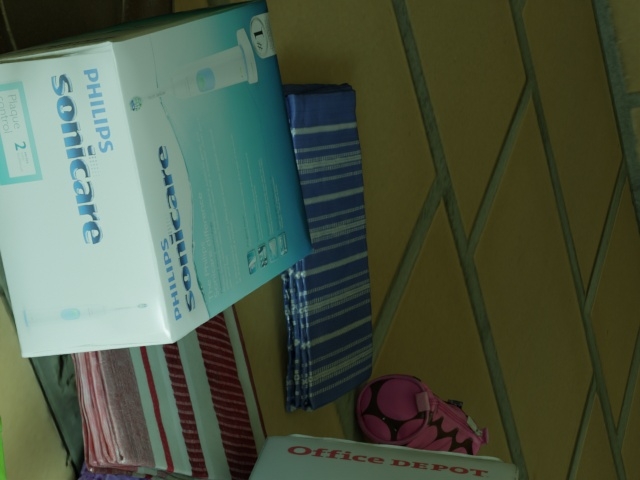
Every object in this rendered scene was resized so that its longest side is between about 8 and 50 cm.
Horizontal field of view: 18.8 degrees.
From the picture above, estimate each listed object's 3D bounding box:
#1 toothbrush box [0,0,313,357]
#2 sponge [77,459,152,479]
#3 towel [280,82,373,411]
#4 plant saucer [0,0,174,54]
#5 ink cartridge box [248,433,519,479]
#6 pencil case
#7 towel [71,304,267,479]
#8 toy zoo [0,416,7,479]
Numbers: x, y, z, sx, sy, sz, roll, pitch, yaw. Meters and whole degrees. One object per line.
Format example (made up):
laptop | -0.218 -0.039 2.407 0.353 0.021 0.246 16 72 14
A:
toothbrush box | -0.127 -0.055 1.455 0.295 0.126 0.216 -36 117 -67
sponge | -0.158 0.229 1.553 0.210 0.031 0.117 -76 147 -50
towel | 0.000 0.000 2.055 0.243 0.040 0.336 -18 105 -70
plant saucer | -0.202 -0.224 1.540 0.310 0.050 0.311 -3 90 -68
ink cartridge box | 0.036 0.280 1.537 0.306 0.226 0.131 -59 155 -71
pencil case | 0.118 0.212 2.223 0.209 0.098 0.095 35 54 -63
towel | -0.133 0.093 1.621 0.329 0.037 0.237 30 44 -66
toy zoo | -0.269 0.015 1.254 0.192 0.030 0.293 55 20 -60
